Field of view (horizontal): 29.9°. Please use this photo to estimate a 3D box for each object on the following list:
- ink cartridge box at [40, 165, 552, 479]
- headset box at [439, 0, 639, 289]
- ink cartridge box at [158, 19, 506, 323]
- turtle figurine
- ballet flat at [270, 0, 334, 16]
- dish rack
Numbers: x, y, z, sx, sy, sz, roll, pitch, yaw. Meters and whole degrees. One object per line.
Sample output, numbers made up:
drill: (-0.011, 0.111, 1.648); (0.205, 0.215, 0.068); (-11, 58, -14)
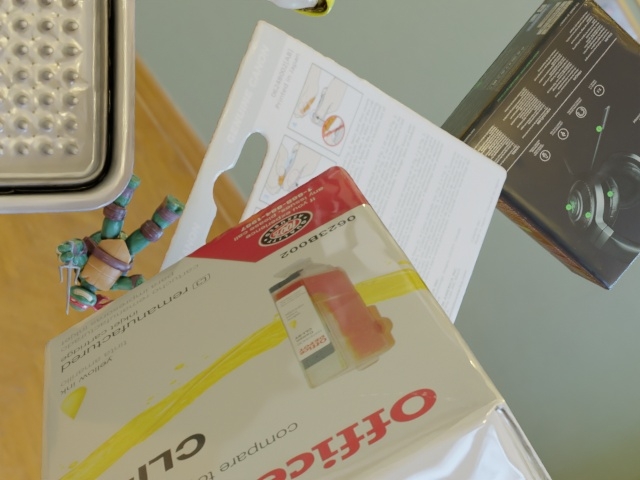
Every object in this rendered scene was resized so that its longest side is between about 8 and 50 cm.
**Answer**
ink cartridge box: (-0.026, 0.135, 0.777); (0.160, 0.279, 0.385); (59, 1, -24)
headset box: (0.320, -0.115, 1.453); (0.283, 0.246, 0.131); (38, 2, -11)
ink cartridge box: (0.000, 0.000, 1.186); (0.385, 0.308, 0.091); (25, -7, -41)
turtle figurine: (-0.286, 0.027, 1.622); (0.175, 0.234, 0.118); (27, 7, -36)
ballet flat: (-0.083, -0.323, 1.429); (0.231, 0.077, 0.077); (15, 49, -23)
dish rack: (-0.323, -0.193, 1.144); (0.072, 0.285, 0.333); (-161, -109, -66)
